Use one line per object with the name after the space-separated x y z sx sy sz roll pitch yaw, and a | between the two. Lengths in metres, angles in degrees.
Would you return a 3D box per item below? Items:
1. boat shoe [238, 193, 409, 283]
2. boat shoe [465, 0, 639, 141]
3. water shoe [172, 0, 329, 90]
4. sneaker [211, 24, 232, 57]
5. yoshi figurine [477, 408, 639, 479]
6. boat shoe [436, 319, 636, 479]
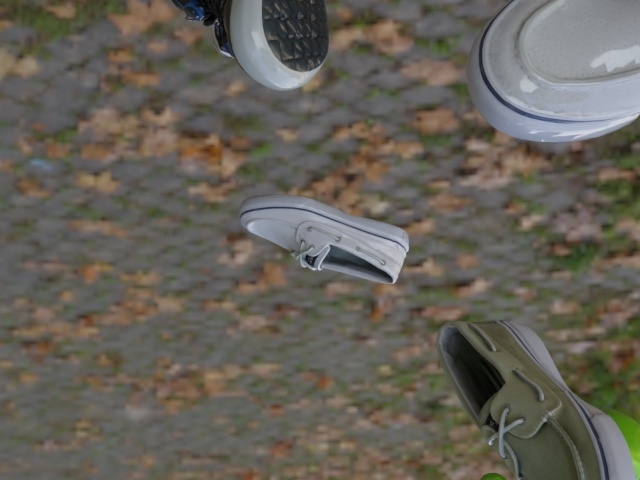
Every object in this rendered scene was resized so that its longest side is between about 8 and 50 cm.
0.000 0.000 1.854 0.226 0.076 0.083 10 149 5 | boat shoe
0.283 -0.183 1.031 0.367 0.136 0.156 -18 167 -15 | boat shoe
-0.044 -0.136 0.796 0.080 0.203 0.073 -23 124 17 | water shoe
-0.062 -0.187 1.060 0.040 0.109 0.044 -1 -163 -2 | sneaker
0.262 0.311 1.693 0.362 0.203 0.203 -19 135 -23 | yoshi figurine
0.193 0.175 1.347 0.094 0.302 0.109 8 114 -23 | boat shoe
